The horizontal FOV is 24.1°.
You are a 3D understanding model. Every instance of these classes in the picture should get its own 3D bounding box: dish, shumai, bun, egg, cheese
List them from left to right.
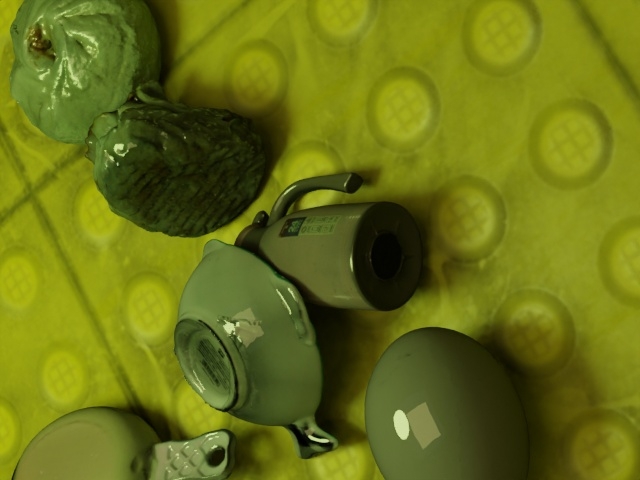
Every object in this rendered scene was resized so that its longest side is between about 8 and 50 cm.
[{"bbox_3d":[-0.269,-0.200,1.636,0.195,0.118,0.195,4,97,31],"label":"bun"},{"bbox_3d":[-0.209,0.250,1.607,0.286,0.082,0.163,-13,57,32],"label":"cheese"},{"bbox_3d":[-0.155,-0.097,1.572,0.184,0.184,0.142,-43,48,26],"label":"shumai"},{"bbox_3d":[-0.081,0.122,1.505,0.224,0.078,0.246,-30,88,56],"label":"dish"},{"bbox_3d":[0.118,0.177,1.383,0.146,0.146,0.199,-17,90,32],"label":"egg"}]

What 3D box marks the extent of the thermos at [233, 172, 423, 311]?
[{"bbox_3d":[0.000,0.000,1.489,0.193,0.105,0.137,-1,73,44],"label":"thermos"}]
